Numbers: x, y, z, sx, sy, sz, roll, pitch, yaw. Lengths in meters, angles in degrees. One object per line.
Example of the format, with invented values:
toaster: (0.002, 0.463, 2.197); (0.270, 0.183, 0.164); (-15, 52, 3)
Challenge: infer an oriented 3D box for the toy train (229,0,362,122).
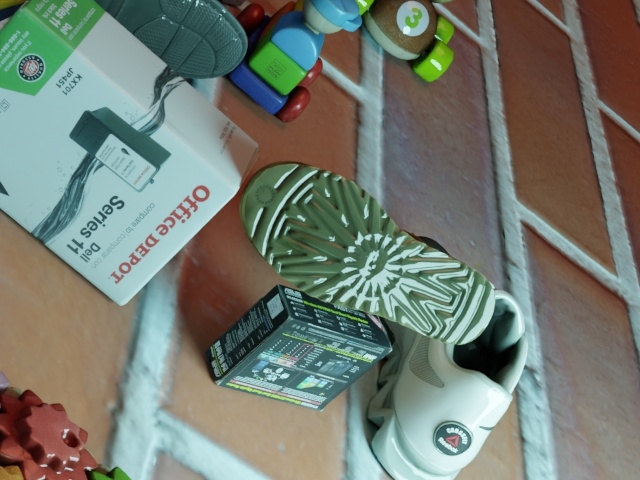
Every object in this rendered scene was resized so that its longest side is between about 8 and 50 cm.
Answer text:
toy train: (-0.012, -0.239, 1.699); (0.105, 0.143, 0.248); (41, 27, -12)

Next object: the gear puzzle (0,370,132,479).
gear puzzle: (-0.155, 0.180, 1.023); (0.339, 0.044, 0.175); (43, 27, -7)

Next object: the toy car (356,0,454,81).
toy car: (0.140, -0.322, 1.985); (0.155, 0.188, 0.149); (38, 28, -17)

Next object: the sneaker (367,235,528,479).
sneaker: (0.130, 0.081, 1.471); (0.122, 0.146, 0.330); (35, 27, -20)

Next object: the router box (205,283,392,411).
router box: (-0.017, 0.088, 1.300); (0.122, 0.092, 0.038); (20, 36, -43)

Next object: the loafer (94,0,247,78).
loafer: (-0.182, -0.231, 1.503); (0.268, 0.096, 0.084); (18, 33, -41)

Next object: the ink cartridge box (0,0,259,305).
ink cartridge box: (-0.174, -0.074, 1.226); (0.208, 0.153, 0.087); (40, 28, -11)

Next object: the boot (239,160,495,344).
boot: (0.000, 0.000, 1.345); (0.236, 0.089, 0.269); (34, -2, -21)

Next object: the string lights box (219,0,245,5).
string lights box: (-0.138, -0.327, 1.647); (0.260, 0.133, 0.076); (3, 51, -54)

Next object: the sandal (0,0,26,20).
sandal: (-0.288, -0.247, 1.309); (0.126, 0.138, 0.317); (47, 23, -22)
